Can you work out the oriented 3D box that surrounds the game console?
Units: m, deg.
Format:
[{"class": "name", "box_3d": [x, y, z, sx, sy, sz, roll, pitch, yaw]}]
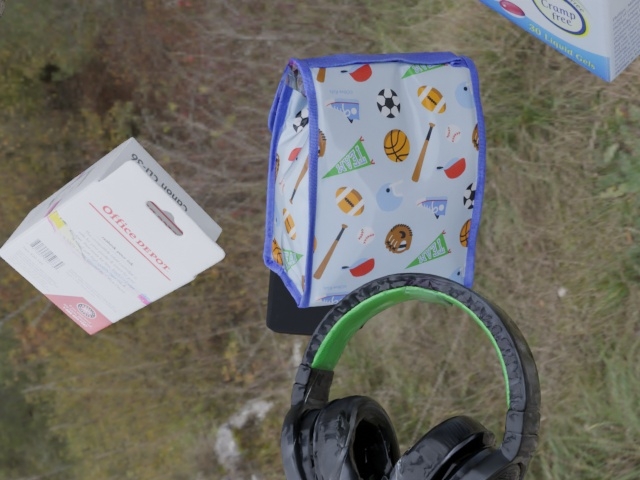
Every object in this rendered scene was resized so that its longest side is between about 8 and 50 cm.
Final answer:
[{"class": "game console", "box_3d": [0.000, 0.000, 1.736, 0.213, 0.044, 0.361, -1, 82, 35]}]

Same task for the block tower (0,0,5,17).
[{"class": "block tower", "box_3d": [-0.304, -0.279, 0.765, 0.097, 0.091, 0.335, 8, 79, 33]}]

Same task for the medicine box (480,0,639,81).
[{"class": "medicine box", "box_3d": [0.213, -0.334, 0.862, 0.149, 0.289, 0.263, -45, 60, -3]}]

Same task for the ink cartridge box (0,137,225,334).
[{"class": "ink cartridge box", "box_3d": [-0.168, -0.006, 0.786, 0.198, 0.067, 0.115, -26, 116, 37]}]

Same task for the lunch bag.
[{"class": "lunch bag", "box_3d": [0.087, -0.116, 1.514, 0.239, 0.328, 0.385, -137, 45, -57]}]

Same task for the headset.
[{"class": "headset", "box_3d": [0.060, 0.222, 0.859, 0.243, 0.185, 0.394, 6, 83, 32]}]
